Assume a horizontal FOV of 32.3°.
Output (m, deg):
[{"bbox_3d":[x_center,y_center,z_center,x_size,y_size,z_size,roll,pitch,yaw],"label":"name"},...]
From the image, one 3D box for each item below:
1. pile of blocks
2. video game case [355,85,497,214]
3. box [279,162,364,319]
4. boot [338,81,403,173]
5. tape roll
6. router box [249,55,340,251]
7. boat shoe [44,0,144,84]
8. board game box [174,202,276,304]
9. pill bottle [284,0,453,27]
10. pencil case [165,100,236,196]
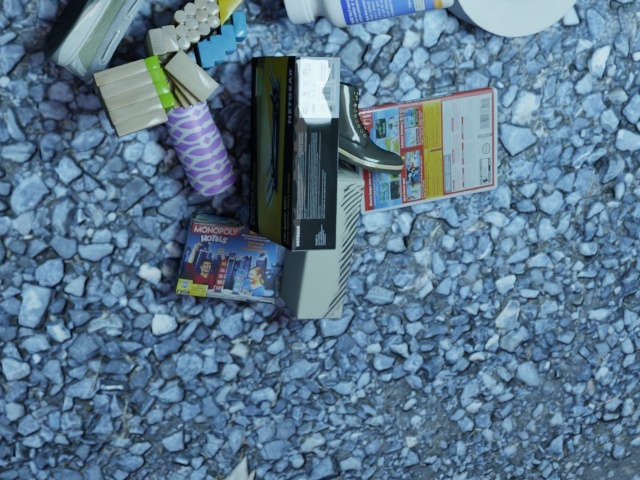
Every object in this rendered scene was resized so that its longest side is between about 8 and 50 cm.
[{"bbox_3d":[-0.218,-0.302,1.794,0.149,0.112,0.362,46,78,-9],"label":"pile of blocks"},{"bbox_3d":[0.201,-0.169,2.080,0.285,0.025,0.204,-11,115,-16],"label":"video game case"},{"bbox_3d":[0.000,0.000,2.029,0.094,0.113,0.275,0,113,-22],"label":"box"},{"bbox_3d":[0.070,-0.206,1.966,0.198,0.077,0.137,17,103,-9],"label":"boot"},{"bbox_3d":[0.334,-0.507,1.945,0.286,0.100,0.286,-8,115,-18],"label":"tape roll"},{"bbox_3d":[-0.047,-0.151,1.836,0.081,0.243,0.309,-2,98,-20],"label":"router box"},{"bbox_3d":[-0.306,-0.391,1.750,0.103,0.118,0.320,34,101,-35],"label":"boat shoe"},{"bbox_3d":[-0.155,0.009,2.002,0.194,0.060,0.194,8,107,-23],"label":"board game box"},{"bbox_3d":[0.075,-0.435,1.817,0.272,0.152,0.152,-9,117,8],"label":"pill bottle"},{"bbox_3d":[-0.210,-0.176,1.894,0.086,0.088,0.206,-5,120,22],"label":"pencil case"}]
